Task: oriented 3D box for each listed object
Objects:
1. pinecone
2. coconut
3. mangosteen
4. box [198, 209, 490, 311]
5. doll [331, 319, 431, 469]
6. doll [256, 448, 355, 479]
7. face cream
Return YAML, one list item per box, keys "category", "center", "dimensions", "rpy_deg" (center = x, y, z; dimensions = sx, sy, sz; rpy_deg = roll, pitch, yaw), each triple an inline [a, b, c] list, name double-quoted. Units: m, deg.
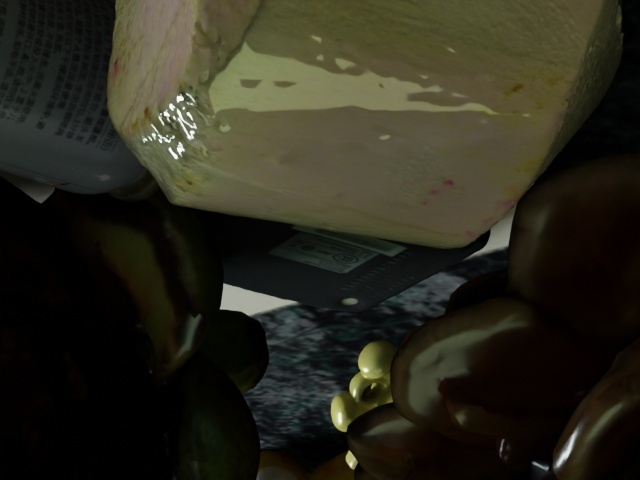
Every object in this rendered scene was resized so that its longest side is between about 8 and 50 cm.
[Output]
- category: "pinecone"
  center: [0.214, 0.116, 0.572]
  dimensions: [0.384, 0.384, 0.384]
  rpy_deg: [-1, 155, 0]
- category: "coconut"
  center: [0.021, -0.071, 0.479]
  dimensions: [0.152, 0.147, 0.147]
  rpy_deg: [8, 154, -23]
- category: "mangosteen"
  center: [-0.183, 0.095, 0.678]
  dimensions: [0.311, 0.311, 0.311]
  rpy_deg: [-1, 155, 0]
- category: "box"
  center: [0.000, 0.000, 0.771]
  dimensions: [0.126, 0.027, 0.125]
  rpy_deg: [14, 152, -29]
- category: "doll"
  center: [0.137, 0.120, 0.974]
  dimensions: [0.291, 0.086, 0.117]
  rpy_deg: [19, 109, -33]
- category: "doll"
  center: [0.014, 0.216, 1.091]
  dimensions: [0.269, 0.167, 0.162]
  rpy_deg: [-4, 154, 13]
- category: "face cream"
  center: [-0.130, -0.067, 0.561]
  dimensions: [0.229, 0.075, 0.075]
  rpy_deg: [18, 149, -34]
